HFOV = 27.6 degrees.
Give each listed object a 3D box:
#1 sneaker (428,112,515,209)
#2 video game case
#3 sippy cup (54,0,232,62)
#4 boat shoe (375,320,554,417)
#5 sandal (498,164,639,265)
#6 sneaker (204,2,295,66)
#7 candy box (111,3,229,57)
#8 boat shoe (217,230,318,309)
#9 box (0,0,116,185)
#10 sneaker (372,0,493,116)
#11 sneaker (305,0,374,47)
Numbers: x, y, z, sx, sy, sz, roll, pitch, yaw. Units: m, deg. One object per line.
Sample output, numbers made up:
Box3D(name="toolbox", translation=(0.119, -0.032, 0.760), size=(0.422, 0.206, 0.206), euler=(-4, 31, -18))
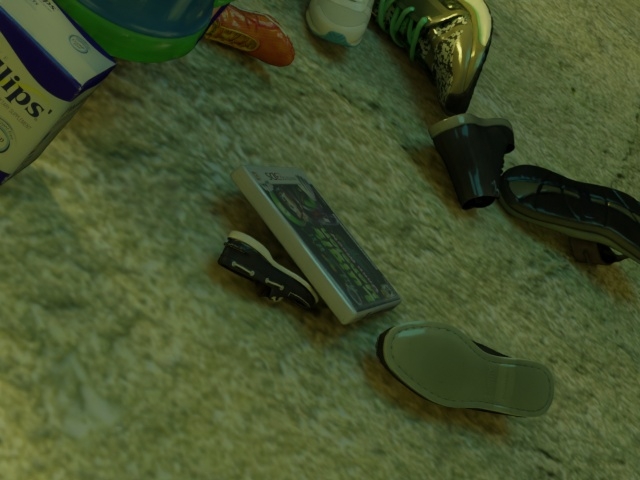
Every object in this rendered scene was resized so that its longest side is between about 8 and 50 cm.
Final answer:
Box3D(name="sneaker", translation=(0.215, -0.099, 1.754), size=(0.222, 0.083, 0.118), euler=(-3, 74, -62))
Box3D(name="video game case", translation=(0.000, 0.000, 1.351), size=(0.190, 0.022, 0.173), euler=(53, 17, 10))
Box3D(name="sippy cup", translation=(-0.143, -0.316, 1.152), size=(0.240, 0.224, 0.305), euler=(47, 34, -2))
Box3D(name="boat shoe", translation=(0.141, 0.138, 1.363), size=(0.227, 0.068, 0.081), euler=(21, 78, -31))
Box3D(name="sandal", translation=(0.375, -0.021, 1.851), size=(0.302, 0.086, 0.120), euler=(21, 42, -14))
Box3D(name="sneaker", translation=(-0.110, -0.250, 1.529), size=(0.175, 0.064, 0.067), euler=(30, 48, -14))
Box3D(name="candy box", translation=(-0.270, -0.346, 1.358), size=(0.317, 0.122, 0.268), euler=(52, 32, 11))
Box3D(name="boat shoe", translation=(-0.051, 0.038, 1.262), size=(0.125, 0.046, 0.038), euler=(42, 69, -39))
Box3D(name="box", translation=(-0.266, -0.139, 1.096), size=(0.126, 0.137, 0.072), euler=(44, 30, -4))
Box3D(name="sneaker", translation=(0.130, -0.329, 1.895), size=(0.182, 0.158, 0.410), euler=(1, 47, -12))
Box3D(name="sneaker", translation=(0.040, -0.349, 1.761), size=(0.087, 0.092, 0.229), euler=(19, 46, -6))
